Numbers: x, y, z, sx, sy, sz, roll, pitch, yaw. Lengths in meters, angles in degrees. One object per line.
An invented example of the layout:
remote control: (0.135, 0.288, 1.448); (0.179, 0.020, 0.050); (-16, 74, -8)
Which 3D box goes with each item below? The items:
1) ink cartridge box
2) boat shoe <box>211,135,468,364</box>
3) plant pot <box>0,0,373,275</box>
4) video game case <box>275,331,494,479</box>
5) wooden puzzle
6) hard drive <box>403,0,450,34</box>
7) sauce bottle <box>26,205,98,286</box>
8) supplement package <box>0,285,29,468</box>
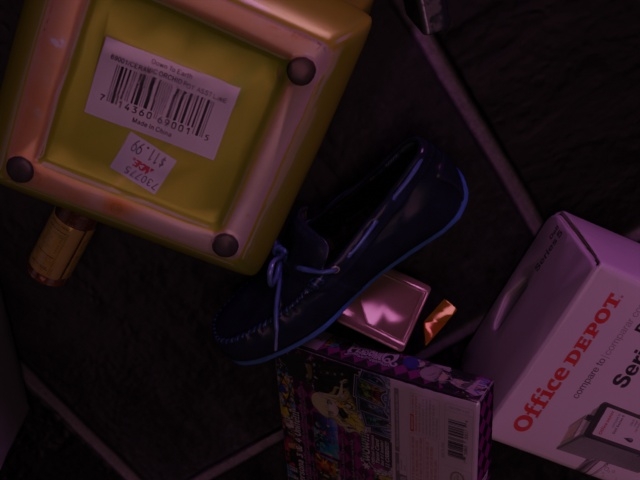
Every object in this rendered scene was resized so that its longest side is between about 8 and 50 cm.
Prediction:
ink cartridge box: (0.299, 0.121, 0.725); (0.272, 0.115, 0.198); (21, 114, -12)
boat shoe: (0.000, 0.000, 0.671); (0.258, 0.109, 0.089); (-41, 130, 2)
plant pot: (-0.095, -0.120, 0.545); (0.228, 0.207, 0.227); (22, 114, -11)
video game case: (0.058, 0.207, 0.741); (0.210, 0.042, 0.232); (12, 120, 30)
wooden puzzle: (0.059, 0.059, 0.712); (0.116, 0.079, 0.014); (32, 157, 8)
hard drive: (0.065, -0.225, 0.561); (0.022, 0.094, 0.135); (-14, 115, 4)
sauce bottle: (-0.215, -0.018, 0.681); (0.042, 0.042, 0.128); (30, 109, -15)
supplement package: (-0.366, 0.122, 0.657); (0.149, 0.194, 0.203); (-2, 115, 0)
